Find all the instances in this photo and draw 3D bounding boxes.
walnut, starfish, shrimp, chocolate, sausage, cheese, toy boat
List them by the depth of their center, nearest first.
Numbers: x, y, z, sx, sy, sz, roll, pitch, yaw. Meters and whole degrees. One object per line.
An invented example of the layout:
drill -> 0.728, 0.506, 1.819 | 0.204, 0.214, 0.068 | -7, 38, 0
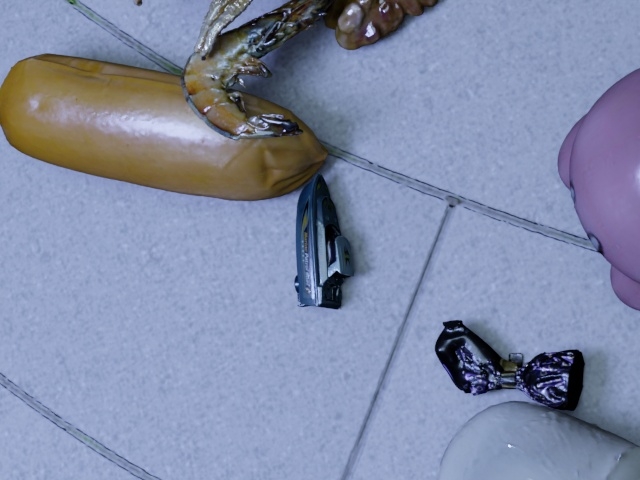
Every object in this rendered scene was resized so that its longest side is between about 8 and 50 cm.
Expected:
cheese -> 0.198, 0.249, 1.457 | 0.189, 0.154, 0.198 | 29, 93, 23
chocolate -> 0.186, 0.125, 1.530 | 0.147, 0.070, 0.072 | 14, 98, 28
shrimp -> -0.039, -0.170, 1.542 | 0.195, 0.035, 0.148 | -31, 57, -5
starfish -> -0.085, -0.292, 1.587 | 0.231, 0.048, 0.295 | -34, 46, -1
toy boat -> 0.000, 0.000, 1.595 | 0.060, 0.055, 0.141 | -7, 81, 24
walnut -> 0.055, -0.284, 1.605 | 0.143, 0.069, 0.170 | 42, 94, 18
sausage -> -0.166, -0.114, 1.621 | 0.354, 0.116, 0.134 | 12, 130, 18

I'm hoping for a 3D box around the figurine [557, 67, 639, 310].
figurine -> 0.351, -0.070, 1.414 | 0.261, 0.211, 0.270 | -24, 77, 13
